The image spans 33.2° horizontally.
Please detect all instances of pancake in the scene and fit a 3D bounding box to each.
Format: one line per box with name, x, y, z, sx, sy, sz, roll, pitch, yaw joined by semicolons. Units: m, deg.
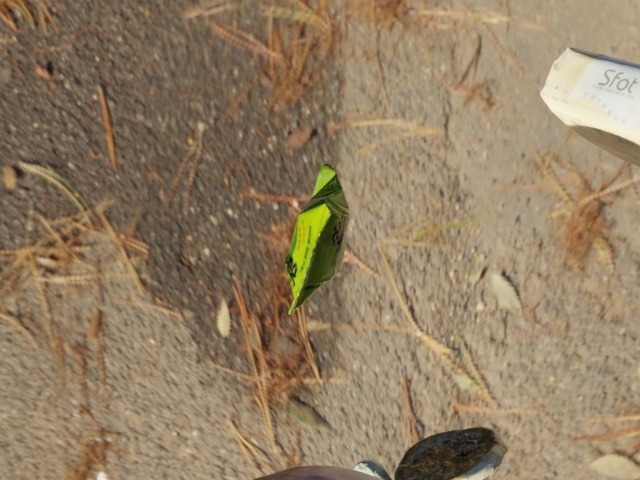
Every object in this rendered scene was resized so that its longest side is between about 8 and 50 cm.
pancake;0.159;0.272;1.330;0.151;0.151;0.025;-25;102;-3

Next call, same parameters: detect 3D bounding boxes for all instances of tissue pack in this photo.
tissue pack;0.390;-0.141;1.267;0.090;0.186;0.222;-59;38;2

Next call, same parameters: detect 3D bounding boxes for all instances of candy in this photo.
candy;0.000;0.000;1.344;0.069;0.246;0.149;14;107;4

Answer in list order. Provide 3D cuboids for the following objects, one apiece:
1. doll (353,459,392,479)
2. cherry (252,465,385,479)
doll;0.072;0.370;1.307;0.071;0.103;0.214;-4;92;23
cherry;0.008;0.357;0.963;0.326;0.335;0.291;25;86;12
